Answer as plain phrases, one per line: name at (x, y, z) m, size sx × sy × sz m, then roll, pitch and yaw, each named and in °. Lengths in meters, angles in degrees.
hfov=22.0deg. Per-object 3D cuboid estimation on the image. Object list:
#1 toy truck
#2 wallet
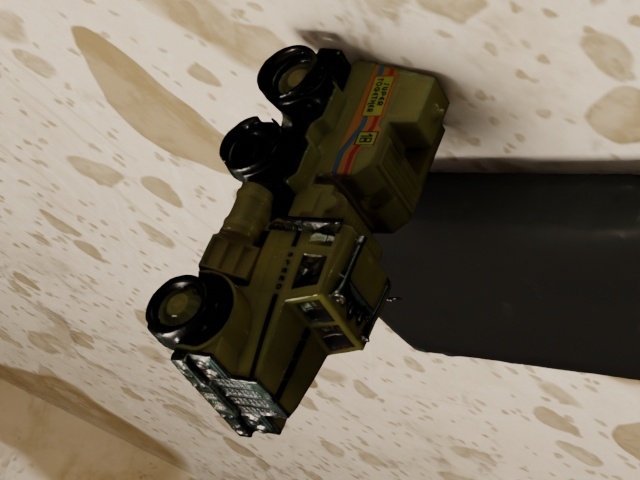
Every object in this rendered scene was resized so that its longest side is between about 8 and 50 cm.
toy truck at (-0.005, 0.001, 1.093) m, size 0.127 × 0.257 × 0.127 m, roll 10°, pitch 151°, yaw 34°
wallet at (0.164, 0.026, 1.213) m, size 0.406 × 0.062 × 0.228 m, roll 5°, pitch 149°, yaw 49°
